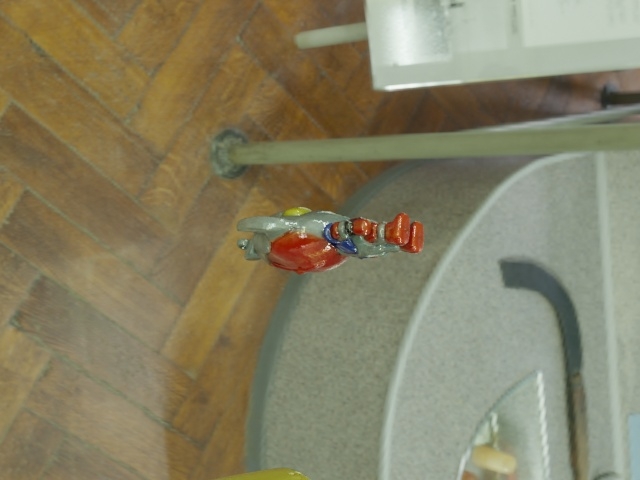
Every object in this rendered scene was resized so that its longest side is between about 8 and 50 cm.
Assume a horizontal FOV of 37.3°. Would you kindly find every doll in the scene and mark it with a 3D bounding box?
[{"bbox_3d":[0.000,-0.001,0.870,0.104,0.195,0.062,-4,89,-55],"label":"doll"}]

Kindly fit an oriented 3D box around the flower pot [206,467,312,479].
[{"bbox_3d":[-0.095,0.239,0.582,0.179,0.195,0.195,8,88,-39],"label":"flower pot"}]
